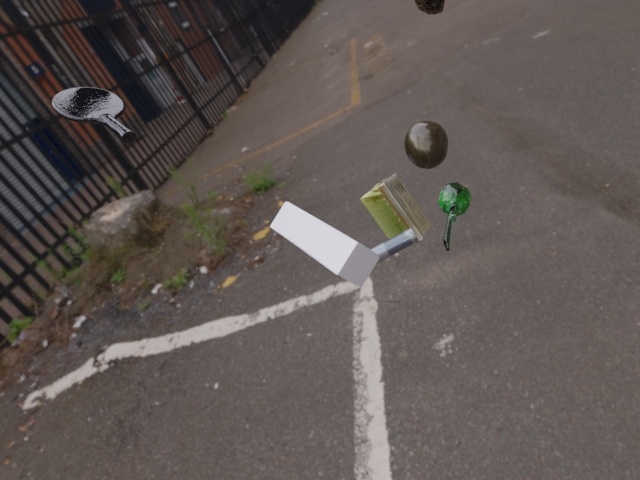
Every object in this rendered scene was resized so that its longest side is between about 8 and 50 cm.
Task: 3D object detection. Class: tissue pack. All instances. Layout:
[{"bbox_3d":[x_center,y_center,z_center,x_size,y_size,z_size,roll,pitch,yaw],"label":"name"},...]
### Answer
[{"bbox_3d":[0.261,-0.098,1.778,0.125,0.234,0.159,-34,4,28],"label":"tissue pack"}]

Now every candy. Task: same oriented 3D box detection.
[{"bbox_3d":[0.352,-0.059,1.392,0.097,0.097,0.323,-18,23,28],"label":"candy"}]

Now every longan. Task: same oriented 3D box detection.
[{"bbox_3d":[0.389,-0.349,1.906,0.168,0.167,0.187,-25,47,16],"label":"longan"}]

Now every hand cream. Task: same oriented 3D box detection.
[{"bbox_3d":[0.162,0.044,1.506,0.255,0.079,0.048,-30,68,8],"label":"hand cream"}]

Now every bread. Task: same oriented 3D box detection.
[{"bbox_3d":[0.268,-0.601,1.267,0.082,0.113,0.060,1,69,10],"label":"bread"}]

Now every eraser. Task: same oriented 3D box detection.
[{"bbox_3d":[0.000,0.001,1.140,0.298,0.076,0.078,32,91,52],"label":"eraser"}]

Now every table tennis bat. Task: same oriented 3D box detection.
[{"bbox_3d":[-0.493,-0.285,1.156,0.236,0.027,0.150,38,44,23],"label":"table tennis bat"}]
